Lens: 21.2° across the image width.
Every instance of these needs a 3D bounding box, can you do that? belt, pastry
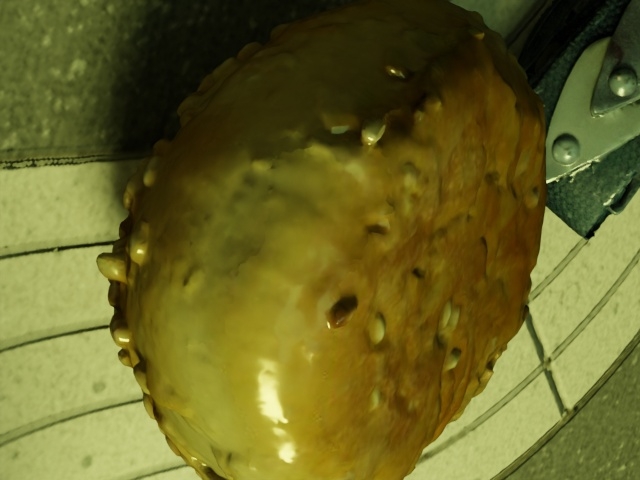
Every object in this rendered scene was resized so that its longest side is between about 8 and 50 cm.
[{"bbox_3d":[0.201,-0.117,1.140,0.218,0.128,0.122,-49,172,-9],"label":"belt"},{"bbox_3d":[0.000,0.000,0.966,0.316,0.184,0.284,-46,143,-42],"label":"pastry"}]
